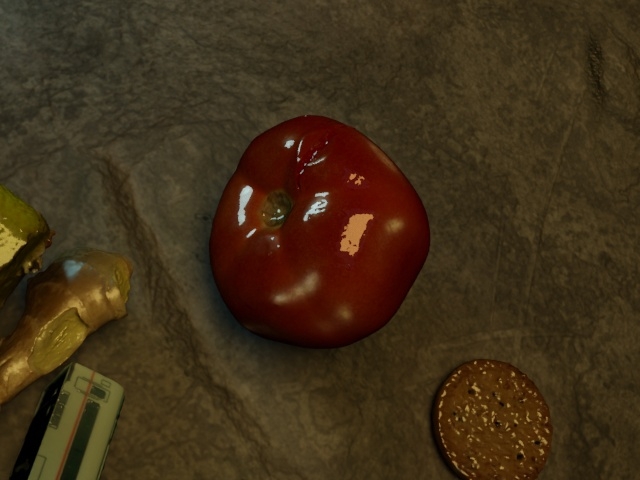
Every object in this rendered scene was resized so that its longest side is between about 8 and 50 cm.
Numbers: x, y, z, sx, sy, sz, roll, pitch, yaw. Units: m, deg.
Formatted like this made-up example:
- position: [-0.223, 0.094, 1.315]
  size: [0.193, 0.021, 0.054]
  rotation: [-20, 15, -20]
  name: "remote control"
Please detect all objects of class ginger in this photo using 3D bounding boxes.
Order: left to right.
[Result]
- position: [-0.338, 0.110, 1.055]
  size: [0.131, 0.086, 0.294]
  rotation: [33, 63, 26]
  name: "ginger"

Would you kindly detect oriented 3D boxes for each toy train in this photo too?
- position: [-0.299, 0.321, 0.927]
  size: [0.088, 0.086, 0.407]
  rotation: [32, 43, -22]
  name: "toy train"

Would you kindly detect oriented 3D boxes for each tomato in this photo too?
- position: [0.000, 0.000, 1.141]
  size: [0.226, 0.298, 0.299]
  rotation: [23, 59, -49]
  name: "tomato"

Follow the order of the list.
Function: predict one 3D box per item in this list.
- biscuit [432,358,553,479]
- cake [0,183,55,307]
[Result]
- position: [0.241, 0.259, 1.263]
  size: [0.187, 0.027, 0.188]
  rotation: [8, 68, -20]
  name: "biscuit"
- position: [-0.419, 0.052, 0.993]
  size: [0.156, 0.179, 0.260]
  rotation: [37, 70, -2]
  name: "cake"
